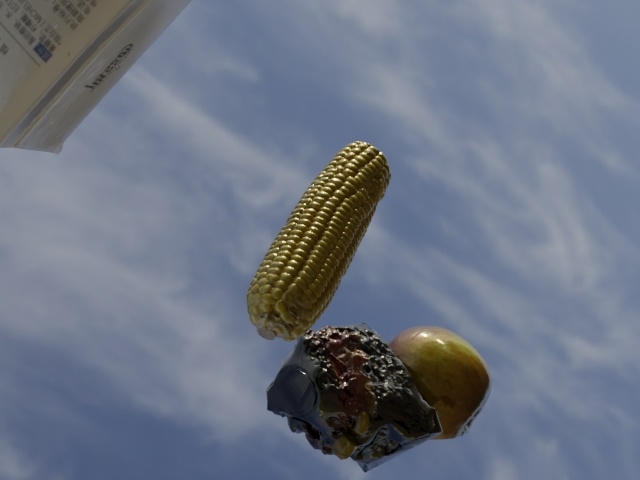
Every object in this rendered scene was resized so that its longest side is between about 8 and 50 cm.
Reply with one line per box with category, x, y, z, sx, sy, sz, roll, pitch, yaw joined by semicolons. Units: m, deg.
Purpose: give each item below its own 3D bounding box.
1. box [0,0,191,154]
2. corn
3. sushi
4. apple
box;-0.264;-0.238;1.305;0.274;0.203;0.116;47;-167;11
corn;0.000;0.000;1.310;0.067;0.067;0.206;51;-127;-28
sushi;0.020;0.184;1.918;0.150;0.153;0.172;2;-117;-44
apple;0.142;0.194;2.039;0.146;0.147;0.163;-26;-46;-60
